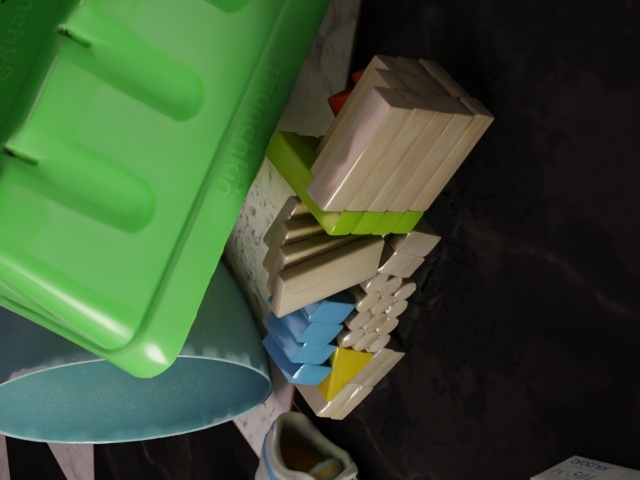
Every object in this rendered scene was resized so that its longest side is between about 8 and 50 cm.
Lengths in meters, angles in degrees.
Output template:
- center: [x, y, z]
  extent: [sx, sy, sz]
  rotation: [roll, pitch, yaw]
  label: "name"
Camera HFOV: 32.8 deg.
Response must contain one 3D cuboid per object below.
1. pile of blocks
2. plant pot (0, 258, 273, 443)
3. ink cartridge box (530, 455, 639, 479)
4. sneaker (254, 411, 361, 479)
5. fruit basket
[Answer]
- center: [0.000, 0.000, 0.800]
  extent: [0.112, 0.149, 0.362]
  rotation: [51, 147, 31]
  label: "pile of blocks"
- center: [-0.203, 0.074, 1.107]
  extent: [0.290, 0.290, 0.195]
  rotation: [129, 138, -58]
  label: "plant pot"
- center: [0.219, 0.197, 0.649]
  extent: [0.207, 0.046, 0.097]
  rotation: [0, 106, 60]
  label: "ink cartridge box"
- center: [0.012, 0.258, 1.008]
  extent: [0.229, 0.087, 0.092]
  rotation: [44, 140, 36]
  label: "sneaker"
- center: [-0.127, -0.095, 0.848]
  extent: [0.283, 0.392, 0.392]
  rotation: [19, 124, 39]
  label: "fruit basket"
